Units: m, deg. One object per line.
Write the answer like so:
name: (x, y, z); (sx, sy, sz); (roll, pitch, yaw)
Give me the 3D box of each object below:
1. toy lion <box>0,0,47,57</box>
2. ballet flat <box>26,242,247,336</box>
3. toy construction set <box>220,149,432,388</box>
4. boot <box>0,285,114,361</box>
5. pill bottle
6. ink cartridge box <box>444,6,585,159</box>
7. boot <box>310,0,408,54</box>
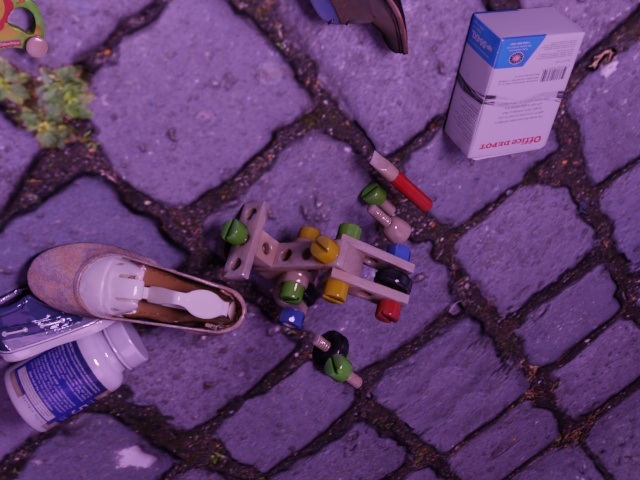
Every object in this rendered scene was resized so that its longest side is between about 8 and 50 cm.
toy lion: (-0.354, -0.245, 0.977); (0.100, 0.034, 0.096); (-12, 126, -23)
ballet flat: (-0.241, 0.070, 1.251); (0.316, 0.106, 0.107); (12, 85, -30)
toy construction set: (0.000, 0.000, 1.311); (0.237, 0.257, 0.309); (39, 82, -35)
boot: (-0.368, 0.096, 1.262); (0.190, 0.069, 0.086); (-24, 120, -26)
pill bottle: (-0.354, 0.188, 1.318); (0.187, 0.112, 0.112); (-31, 138, -2)
ink cartridge box: (0.283, -0.233, 1.338); (0.148, 0.086, 0.203); (-10, 134, -23)
boot: (0.044, -0.308, 1.148); (0.106, 0.082, 0.219); (-15, 144, 13)
